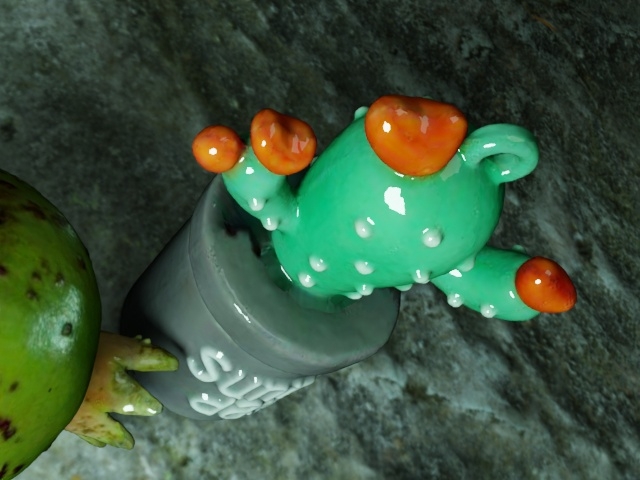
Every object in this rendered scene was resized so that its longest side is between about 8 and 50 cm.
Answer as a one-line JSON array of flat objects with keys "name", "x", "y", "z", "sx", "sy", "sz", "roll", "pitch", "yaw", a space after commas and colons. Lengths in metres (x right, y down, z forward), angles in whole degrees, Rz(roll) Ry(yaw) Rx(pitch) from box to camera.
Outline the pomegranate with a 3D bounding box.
[{"name": "pomegranate", "x": -0.225, "y": 0.080, "z": 0.761, "sx": 0.286, "sy": 0.231, "sz": 0.231, "roll": 43, "pitch": 42, "yaw": -25}]

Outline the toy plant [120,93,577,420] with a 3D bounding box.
[{"name": "toy plant", "x": 0.010, "y": 0.009, "z": 0.862, "sx": 0.279, "sy": 0.400, "sz": 0.185, "roll": 42, "pitch": 45, "yaw": -11}]
